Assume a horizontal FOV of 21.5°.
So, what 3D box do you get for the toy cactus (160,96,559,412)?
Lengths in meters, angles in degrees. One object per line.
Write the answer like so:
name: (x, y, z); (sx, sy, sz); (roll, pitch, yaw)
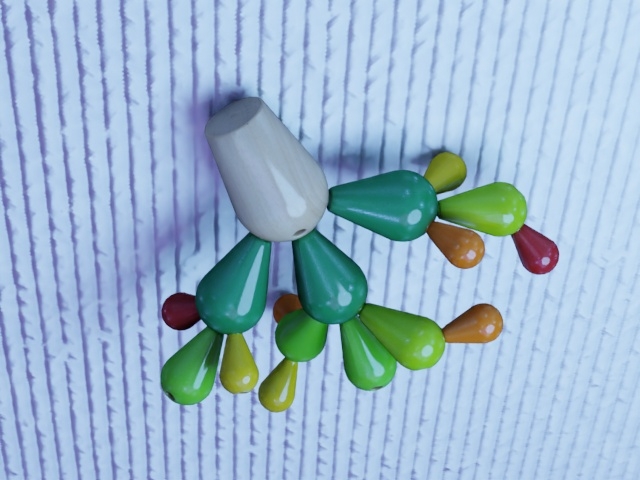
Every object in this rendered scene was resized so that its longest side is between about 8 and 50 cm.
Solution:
toy cactus: (0.000, 0.000, 0.885); (0.219, 0.112, 0.180); (-22, 120, 14)
